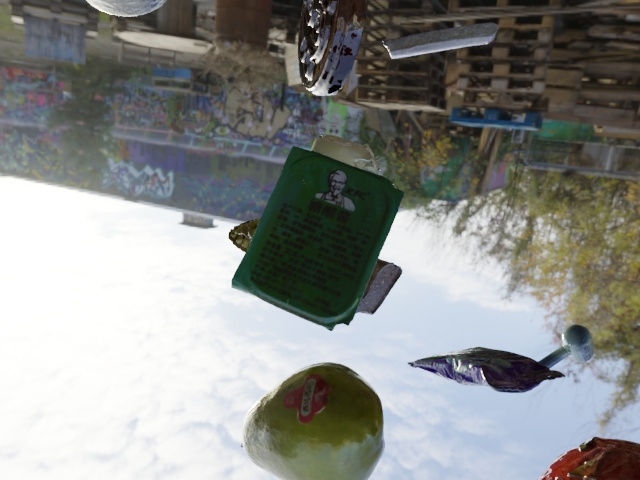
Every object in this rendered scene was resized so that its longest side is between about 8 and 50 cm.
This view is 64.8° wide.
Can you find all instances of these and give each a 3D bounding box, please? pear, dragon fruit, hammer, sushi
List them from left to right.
[{"bbox_3d":[-0.122,0.020,1.477,0.297,0.179,0.167,33,-132,10],"label":"sushi"},{"bbox_3d":[-0.023,0.430,1.158,0.376,0.287,0.287,-19,-175,17],"label":"pear"},{"bbox_3d":[0.597,0.295,1.272,0.116,0.194,0.069,49,-174,-45],"label":"hammer"},{"bbox_3d":[0.527,0.489,0.869,0.278,0.277,0.343,-3,179,-38],"label":"dragon fruit"}]

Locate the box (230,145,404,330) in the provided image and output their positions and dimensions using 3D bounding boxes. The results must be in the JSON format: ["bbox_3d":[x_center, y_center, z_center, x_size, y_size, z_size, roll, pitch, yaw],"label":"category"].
[{"bbox_3d":[0.000,0.000,1.078,0.264,0.336,0.106,23,172,10],"label":"box"}]

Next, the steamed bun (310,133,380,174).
[{"bbox_3d":[0.066,-0.182,1.673,0.233,0.311,0.334,17,-155,7],"label":"steamed bun"}]

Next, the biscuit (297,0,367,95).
[{"bbox_3d":[0.015,-0.617,1.432,0.091,0.406,0.407,1,-167,-20],"label":"biscuit"}]

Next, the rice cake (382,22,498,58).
[{"bbox_3d":[0.424,-0.709,1.800,0.400,0.064,0.070,-3,177,17],"label":"rice cake"}]

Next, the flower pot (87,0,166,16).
[{"bbox_3d":[-0.424,-0.668,1.045,0.294,0.293,0.330,5,157,-7],"label":"flower pot"}]

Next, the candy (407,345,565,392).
[{"bbox_3d":[0.292,0.237,0.938,0.145,0.070,0.275,0,177,-24],"label":"candy"}]

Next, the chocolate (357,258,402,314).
[{"bbox_3d":[0.174,0.148,1.720,0.093,0.214,0.148,37,-169,34],"label":"chocolate"}]
